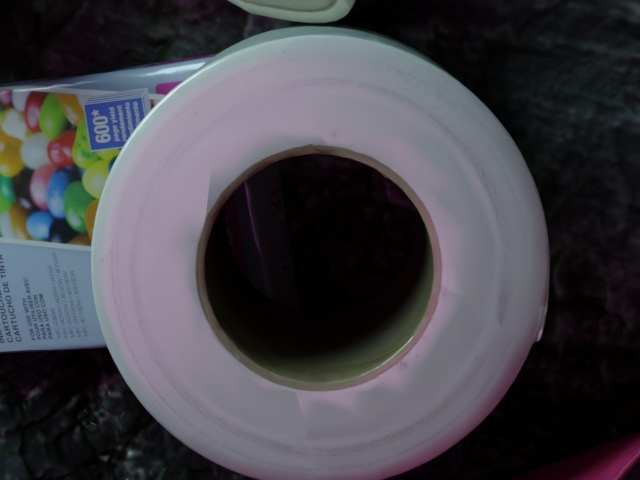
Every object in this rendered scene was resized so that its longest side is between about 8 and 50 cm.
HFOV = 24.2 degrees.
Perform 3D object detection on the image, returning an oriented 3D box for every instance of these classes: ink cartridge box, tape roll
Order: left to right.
[{"bbox_3d":[-0.176,-0.019,1.022,0.311,0.065,0.186,-5,101,23],"label":"ink cartridge box"},{"bbox_3d":[0.000,0.000,0.862,0.246,0.169,0.246,0,100,1],"label":"tape roll"}]

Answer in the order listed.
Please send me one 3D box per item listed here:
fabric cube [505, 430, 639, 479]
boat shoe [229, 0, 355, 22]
[{"bbox_3d":[0.121,0.291,0.847,0.258,0.254,0.259,-29,93,43],"label":"fabric cube"},{"bbox_3d":[-0.098,-0.219,0.922,0.324,0.116,0.097,17,65,31],"label":"boat shoe"}]
